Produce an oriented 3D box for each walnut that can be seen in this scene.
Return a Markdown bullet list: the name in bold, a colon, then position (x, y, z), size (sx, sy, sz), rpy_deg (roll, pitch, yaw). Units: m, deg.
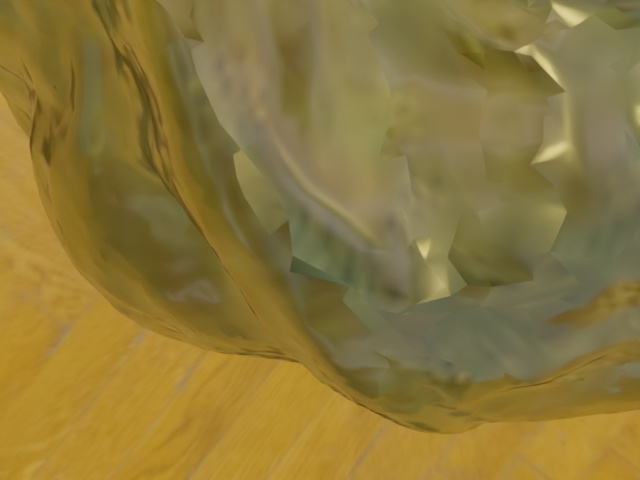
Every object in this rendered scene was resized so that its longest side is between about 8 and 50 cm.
- **walnut**: position (0.033, -0.099, 0.452), size (0.253, 0.282, 0.277), rpy_deg (-33, 121, -25)
